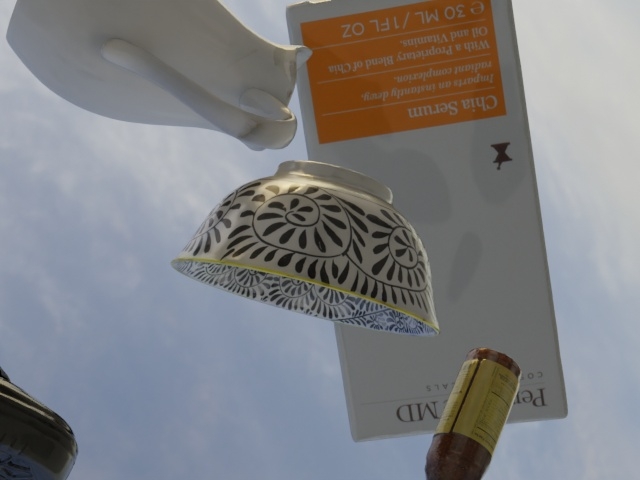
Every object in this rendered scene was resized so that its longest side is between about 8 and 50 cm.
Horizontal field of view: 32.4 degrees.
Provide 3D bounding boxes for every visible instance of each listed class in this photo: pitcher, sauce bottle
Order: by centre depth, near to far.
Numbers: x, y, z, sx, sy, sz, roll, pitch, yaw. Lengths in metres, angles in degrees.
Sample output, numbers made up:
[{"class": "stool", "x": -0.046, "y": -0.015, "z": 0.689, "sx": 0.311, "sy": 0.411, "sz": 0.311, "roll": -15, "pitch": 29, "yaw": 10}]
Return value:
[{"class": "sauce bottle", "x": 0.090, "y": 0.130, "z": 0.700, "sx": 0.042, "sy": 0.042, "sz": 0.128, "roll": 43, "pitch": -121, "yaw": -24}, {"class": "pitcher", "x": -0.111, "y": -0.130, "z": 0.772, "sx": 0.207, "sy": 0.125, "sz": 0.178, "roll": 23, "pitch": -165, "yaw": -12}]

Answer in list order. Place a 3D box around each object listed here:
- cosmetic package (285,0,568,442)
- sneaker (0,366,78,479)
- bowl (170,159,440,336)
[{"class": "cosmetic package", "x": 0.115, "y": -0.036, "z": 1.167, "sx": 0.161, "sy": 0.230, "sz": 0.453, "roll": -40, "pitch": -59, "yaw": -80}, {"class": "sneaker", "x": -0.143, "y": 0.021, "z": 0.379, "sx": 0.051, "sy": 0.170, "sz": 0.089, "roll": 87, "pitch": -155, "yaw": -48}, {"class": "bowl", "x": 0.000, "y": 0.000, "z": 0.677, "sx": 0.170, "sy": 0.170, "sz": 0.080, "roll": 23, "pitch": -103, "yaw": -38}]
